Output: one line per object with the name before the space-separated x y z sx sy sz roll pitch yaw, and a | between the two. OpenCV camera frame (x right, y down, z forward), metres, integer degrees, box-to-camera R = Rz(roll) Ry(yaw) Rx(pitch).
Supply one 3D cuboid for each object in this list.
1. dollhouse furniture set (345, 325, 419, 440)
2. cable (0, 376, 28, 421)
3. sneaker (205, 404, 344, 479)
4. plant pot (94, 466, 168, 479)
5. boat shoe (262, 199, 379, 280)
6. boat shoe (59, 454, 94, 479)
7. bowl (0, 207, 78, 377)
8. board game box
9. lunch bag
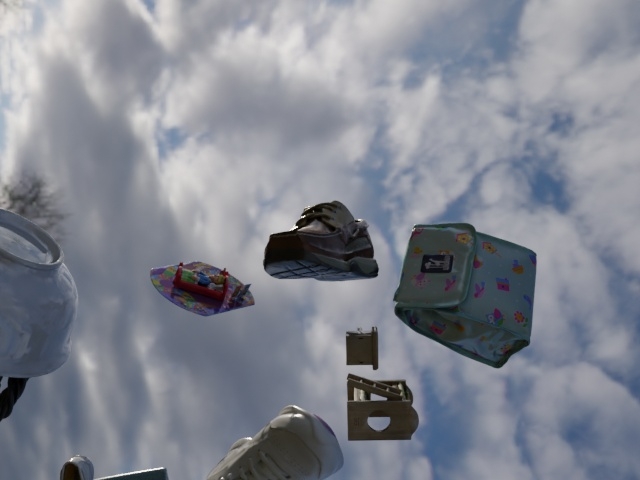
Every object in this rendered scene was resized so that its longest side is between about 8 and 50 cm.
dollhouse furniture set | 0.090 0.193 1.310 0.182 0.101 0.160 -78 167 -82
cable | -0.469 0.195 1.302 0.151 0.047 0.184 -19 -140 47
sneaker | -0.074 0.326 1.182 0.114 0.152 0.305 46 -41 1
plant pot | -0.406 0.571 1.614 0.247 0.253 0.247 107 -20 -64
boat shoe | 0.000 0.000 1.353 0.123 0.324 0.119 -4 -96 19
boat shoe | -0.218 0.243 0.775 0.035 0.035 0.100 63 26 -82
bowl | -0.451 0.044 1.201 0.134 0.298 0.298 -56 -139 12
board game box | -0.178 0.059 1.342 0.133 0.169 0.033 35 -66 28
lunch bag | 0.277 0.093 1.702 0.160 0.262 0.223 123 -13 -52
